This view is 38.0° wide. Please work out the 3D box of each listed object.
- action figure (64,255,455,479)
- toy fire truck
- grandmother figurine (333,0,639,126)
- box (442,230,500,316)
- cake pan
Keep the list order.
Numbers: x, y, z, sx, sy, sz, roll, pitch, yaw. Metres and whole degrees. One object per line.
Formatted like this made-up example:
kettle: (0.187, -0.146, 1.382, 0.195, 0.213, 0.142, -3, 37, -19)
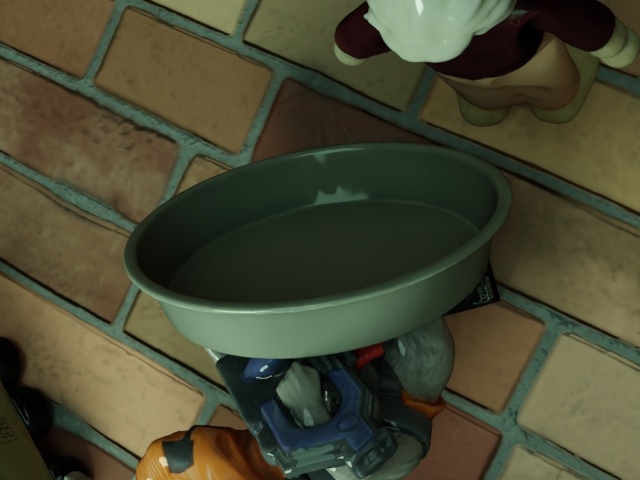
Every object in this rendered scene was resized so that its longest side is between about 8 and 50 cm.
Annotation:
action figure: (-0.038, 0.144, 0.729, 0.330, 0.341, 0.178, -38, 120, 5)
toy fire truck: (-0.387, 0.239, 0.892, 0.246, 0.158, 0.217, -39, 76, 25)
grandmother figurine: (0.105, -0.144, 0.631, 0.208, 0.342, 0.104, -9, 84, 18)
box: (0.099, 0.032, 0.777, 0.083, 0.052, 0.062, -16, 82, 18)
cake pan: (0.000, 0.000, 0.710, 0.293, 0.293, 0.054, -2, 116, 19)
